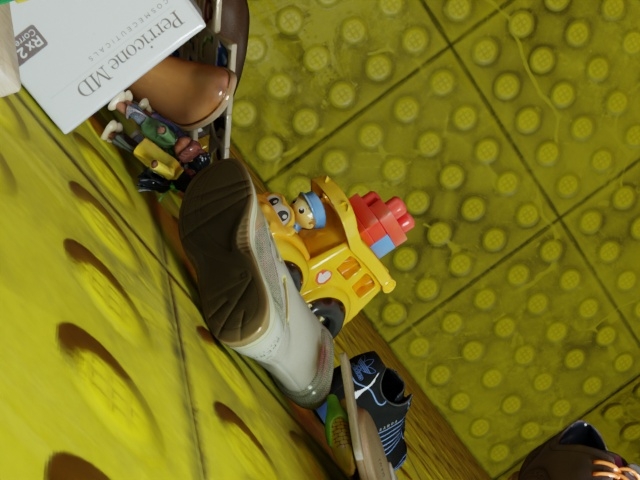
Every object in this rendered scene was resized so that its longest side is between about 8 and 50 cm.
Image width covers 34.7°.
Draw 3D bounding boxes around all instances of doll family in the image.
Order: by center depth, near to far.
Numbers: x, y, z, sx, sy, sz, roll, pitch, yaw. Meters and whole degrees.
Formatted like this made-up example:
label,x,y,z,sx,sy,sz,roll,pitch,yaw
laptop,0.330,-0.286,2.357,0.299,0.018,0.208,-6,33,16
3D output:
label,x,y,z,sx,sy,sz,roll,pitch,yaw
doll family,-0.151,-0.083,1.024,0.111,0.076,0.193,34,6,3

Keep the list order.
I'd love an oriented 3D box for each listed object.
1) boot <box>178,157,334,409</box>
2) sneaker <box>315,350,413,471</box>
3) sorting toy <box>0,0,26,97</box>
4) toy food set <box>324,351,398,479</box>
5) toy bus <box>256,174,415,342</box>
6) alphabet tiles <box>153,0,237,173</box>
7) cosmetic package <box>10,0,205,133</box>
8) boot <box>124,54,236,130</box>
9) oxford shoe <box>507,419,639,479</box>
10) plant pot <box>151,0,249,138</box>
label,x,y,z,sx,sy,sz,roll,pitch,yaw
boot,-0.055,0.040,0.953,0.165,0.077,0.213,51,17,-49
sneaker,0.067,0.193,1.139,0.081,0.090,0.232,55,3,32
sorting toy,-0.228,-0.260,0.616,0.257,0.089,0.255,66,10,-70
toy food set,0.037,0.207,0.926,0.132,0.038,0.192,-98,168,-51
toy bus,0.000,0.000,1.218,0.220,0.211,0.149,49,6,-47
alphabet tiles,-0.147,-0.178,1.168,0.198,0.009,0.237,42,-47,47
cosmetic package,-0.210,-0.215,0.868,0.184,0.151,0.151,52,3,-17
boot,-0.192,-0.180,1.058,0.197,0.073,0.152,8,-17,45
oxford shoe,0.184,0.196,0.725,0.097,0.098,0.271,30,8,-2
plant pot,-0.192,-0.244,1.405,0.215,0.215,0.230,52,17,-40
